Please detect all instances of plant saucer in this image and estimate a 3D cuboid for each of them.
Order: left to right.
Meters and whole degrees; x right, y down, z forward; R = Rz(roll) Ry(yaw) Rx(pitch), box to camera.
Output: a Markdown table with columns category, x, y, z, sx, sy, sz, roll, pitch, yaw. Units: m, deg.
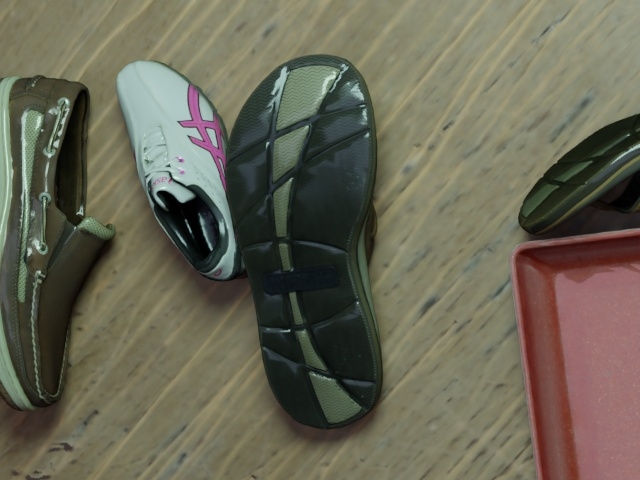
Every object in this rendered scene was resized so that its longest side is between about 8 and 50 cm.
| category | x | y | z | sx | sy | sz | roll | pitch | yaw |
| --- | --- | --- | --- | --- | --- | --- | --- | --- | --- |
| plant saucer | 0.273 | 0.114 | 1.331 | 0.258 | 0.047 | 0.259 | -7 | 90 | 19 |

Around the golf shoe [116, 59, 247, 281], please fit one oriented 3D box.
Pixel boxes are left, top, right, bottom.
| category | x | y | z | sx | sy | sz | roll | pitch | yaw |
| --- | --- | --- | --- | --- | --- | --- | --- | --- | --- |
| golf shoe | -0.102 | -0.056 | 1.438 | 0.067 | 0.086 | 0.186 | -33 | 80 | 19 |

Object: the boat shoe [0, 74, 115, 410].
| category | x | y | z | sx | sy | sz | roll | pitch | yaw |
| --- | --- | --- | --- | --- | --- | --- | --- | --- | --- |
| boat shoe | -0.206 | 0.000 | 1.474 | 0.095 | 0.095 | 0.258 | -4 | 90 | 14 |

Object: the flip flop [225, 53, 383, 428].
| category | x | y | z | sx | sy | sz | roll | pitch | yaw |
| --- | --- | --- | --- | --- | --- | --- | --- | --- | --- |
| flip flop | 0.000 | 0.000 | 1.414 | 0.112 | 0.080 | 0.277 | -3 | 106 | 15 |

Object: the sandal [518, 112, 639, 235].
| category | x | y | z | sx | sy | sz | roll | pitch | yaw |
| --- | --- | --- | --- | --- | --- | --- | --- | --- | --- |
| sandal | 0.235 | -0.059 | 1.332 | 0.219 | 0.090 | 0.060 | -32 | 103 | 11 |
